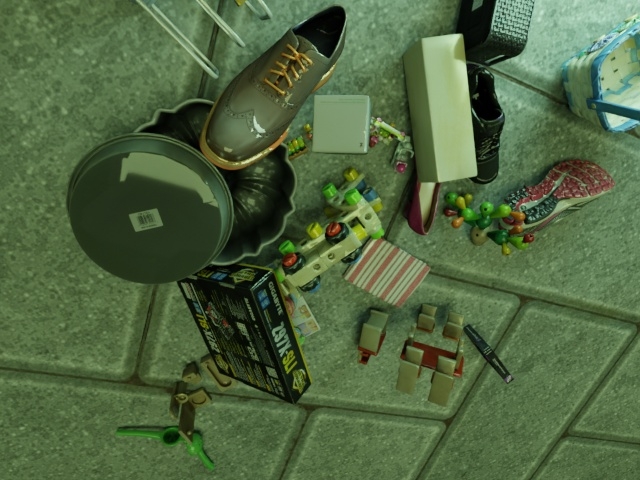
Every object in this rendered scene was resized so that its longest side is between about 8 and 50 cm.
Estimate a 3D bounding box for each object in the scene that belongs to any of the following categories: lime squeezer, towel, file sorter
[{"bbox_3d":[-0.404,0.565,1.144,0.310,0.059,0.110,36,133,-25],"label":"lime squeezer"},{"bbox_3d":[0.172,0.080,1.049,0.197,0.029,0.144,29,105,-20],"label":"towel"},{"bbox_3d":[-0.146,-0.430,0.655,0.278,0.193,0.173,-44,118,10],"label":"file sorter"}]

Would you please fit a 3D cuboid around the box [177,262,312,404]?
[{"bbox_3d":[-0.173,0.198,0.916,0.079,0.257,0.322,-41,126,-41],"label":"box"}]

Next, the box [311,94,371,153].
[{"bbox_3d":[0.041,-0.212,0.756,0.101,0.087,0.102,4,102,9],"label":"box"}]

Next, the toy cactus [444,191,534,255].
[{"bbox_3d":[0.389,-0.028,0.976,0.112,0.219,0.180,-56,156,-14],"label":"toy cactus"}]

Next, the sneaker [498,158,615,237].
[{"bbox_3d":[0.575,-0.103,1.012,0.299,0.121,0.112,-23,146,-2],"label":"sneaker"}]

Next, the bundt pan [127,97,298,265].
[{"bbox_3d":[-0.216,-0.121,0.819,0.331,0.124,0.331,-5,116,-10],"label":"bundt pan"}]

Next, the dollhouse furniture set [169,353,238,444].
[{"bbox_3d":[-0.298,0.399,1.039,0.151,0.123,0.144,-25,117,0],"label":"dollhouse furniture set"}]

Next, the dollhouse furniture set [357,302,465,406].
[{"bbox_3d":[0.233,0.283,1.045,0.259,0.262,0.135,14,117,19],"label":"dollhouse furniture set"}]

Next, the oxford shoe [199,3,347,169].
[{"bbox_3d":[-0.072,-0.270,0.675,0.130,0.133,0.363,35,64,-8],"label":"oxford shoe"}]

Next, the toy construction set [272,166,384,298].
[{"bbox_3d":[0.000,0.000,0.869,0.151,0.215,0.327,36,103,-26],"label":"toy construction set"}]

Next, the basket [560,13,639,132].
[{"bbox_3d":[0.655,-0.334,0.810,0.255,0.289,0.201,-34,122,1],"label":"basket"}]

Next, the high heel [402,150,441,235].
[{"bbox_3d":[0.250,-0.135,0.913,0.082,0.117,0.244,14,111,-17],"label":"high heel"}]

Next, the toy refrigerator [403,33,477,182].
[{"bbox_3d":[0.245,-0.258,0.825,0.094,0.102,0.269,-10,99,-7],"label":"toy refrigerator"}]

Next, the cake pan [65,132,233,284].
[{"bbox_3d":[-0.307,-0.043,0.738,0.293,0.054,0.293,-4,115,-9],"label":"cake pan"}]

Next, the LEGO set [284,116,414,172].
[{"bbox_3d":[0.067,-0.212,0.845,0.287,0.107,0.132,2,114,-13],"label":"LEGO set"}]

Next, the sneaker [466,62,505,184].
[{"bbox_3d":[0.343,-0.235,0.883,0.107,0.124,0.283,-27,117,1],"label":"sneaker"}]

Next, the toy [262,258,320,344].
[{"bbox_3d":[-0.103,0.177,1.017,0.137,0.056,0.237,-26,117,-1],"label":"toy"}]

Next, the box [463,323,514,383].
[{"bbox_3d":[0.484,0.327,1.176,0.029,0.116,0.162,-40,116,6],"label":"box"}]

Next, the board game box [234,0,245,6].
[{"bbox_3d":[-0.119,-0.418,0.543,0.103,0.026,0.154,-37,122,5],"label":"board game box"}]

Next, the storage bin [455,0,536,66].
[{"bbox_3d":[0.331,-0.441,0.770,0.084,0.122,0.180,6,99,-15],"label":"storage bin"}]
